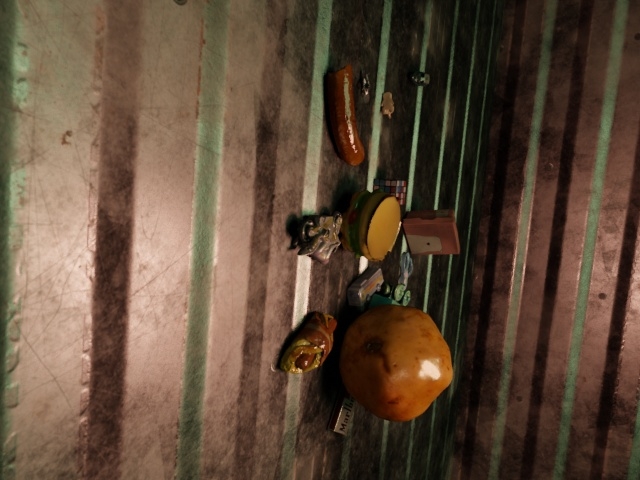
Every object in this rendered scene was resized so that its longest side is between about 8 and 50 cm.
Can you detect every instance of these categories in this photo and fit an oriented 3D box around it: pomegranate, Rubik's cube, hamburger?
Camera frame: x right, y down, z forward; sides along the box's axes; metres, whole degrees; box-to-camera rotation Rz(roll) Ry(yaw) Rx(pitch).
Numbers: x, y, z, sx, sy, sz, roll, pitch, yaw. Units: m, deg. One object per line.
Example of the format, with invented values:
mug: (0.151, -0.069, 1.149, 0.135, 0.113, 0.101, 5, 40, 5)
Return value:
pomegranate: (0.257, 0.406, 1.533, 0.410, 0.409, 0.411, -20, 114, -56)
Rubik's cube: (0.250, -0.176, 1.647, 0.092, 0.092, 0.093, -11, 106, -57)
hamburger: (0.150, -0.057, 1.455, 0.237, 0.148, 0.237, -26, 123, -46)

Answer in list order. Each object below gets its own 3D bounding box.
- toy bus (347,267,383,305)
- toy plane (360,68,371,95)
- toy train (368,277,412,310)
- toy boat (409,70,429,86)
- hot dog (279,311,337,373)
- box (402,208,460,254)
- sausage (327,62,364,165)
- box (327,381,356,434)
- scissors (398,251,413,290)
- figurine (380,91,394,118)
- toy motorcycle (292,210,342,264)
toy bus: (0.162, 0.162, 1.606, 0.190, 0.064, 0.076, -34, 119, -52)
toy plane: (0.145, -0.506, 1.457, 0.078, 0.031, 0.084, -55, 145, -62)
toy train: (0.269, 0.244, 1.764, 0.203, 0.112, 0.163, 37, 71, -55)
toy boat: (0.394, -0.649, 1.818, 0.141, 0.060, 0.055, -19, 114, -53)
hot dog: (-0.014, 0.299, 1.310, 0.261, 0.092, 0.123, -49, 137, -43)
box: (0.481, -0.036, 1.953, 0.215, 0.214, 0.086, 63, 34, -44)
sausage: (0.072, -0.355, 1.322, 0.103, 0.076, 0.303, -44, 132, -46)
box: (0.085, 0.587, 1.600, 0.115, 0.035, 0.178, 49, 55, -51)
scissors: (0.359, 0.181, 1.971, 0.125, 0.030, 0.256, 48, 53, -53)
figurine: (0.241, -0.482, 1.618, 0.050, 0.047, 0.084, 20, 72, -74)
toy motorcycle: (0.000, 0.000, 1.288, 0.225, 0.073, 0.153, -19, 116, -57)
